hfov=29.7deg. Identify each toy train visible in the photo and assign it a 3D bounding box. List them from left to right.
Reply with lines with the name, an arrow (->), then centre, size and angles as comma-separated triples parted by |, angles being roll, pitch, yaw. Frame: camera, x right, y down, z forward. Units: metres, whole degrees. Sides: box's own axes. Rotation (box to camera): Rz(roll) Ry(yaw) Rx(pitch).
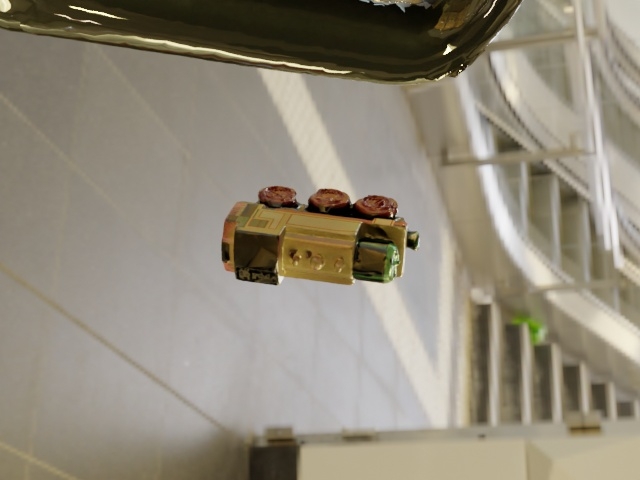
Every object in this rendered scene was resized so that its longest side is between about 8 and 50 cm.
toy train -> 0.000, 0.000, 0.863 | 0.087, 0.138, 0.050 | -65, 159, -60

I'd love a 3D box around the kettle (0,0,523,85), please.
kettle -> 0.035, -0.190, 0.393 | 0.308, 0.262, 0.203 | -2, 76, -31
